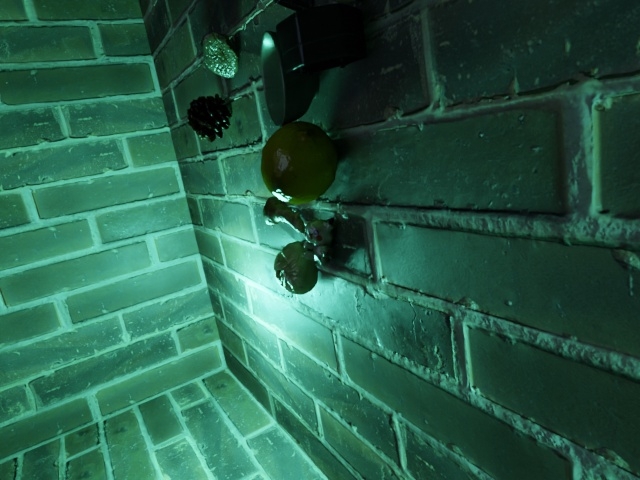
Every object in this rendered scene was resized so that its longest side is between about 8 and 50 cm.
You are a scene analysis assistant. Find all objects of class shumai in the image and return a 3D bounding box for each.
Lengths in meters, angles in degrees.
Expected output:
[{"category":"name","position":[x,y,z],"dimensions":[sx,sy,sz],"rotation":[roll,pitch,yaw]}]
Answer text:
[{"category":"shumai","position":[-0.431,-0.827,1.894],"dimensions":[0.209,0.161,0.153],"rotation":[59,-158,-50]}]

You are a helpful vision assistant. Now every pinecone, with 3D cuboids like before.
[{"category":"pinecone","position":[-0.532,-0.604,2.113],"dimensions":[0.221,0.221,0.222],"rotation":[37,135,48]}]

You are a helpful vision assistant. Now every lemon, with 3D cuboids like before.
[{"category":"lemon","position":[-0.068,-0.251,1.420],"dimensions":[0.260,0.260,0.284],"rotation":[50,142,36]}]

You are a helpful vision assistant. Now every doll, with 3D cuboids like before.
[{"category":"doll","position":[0.000,0.000,1.598],"dimensions":[0.149,0.095,0.192],"rotation":[18,119,50]}]

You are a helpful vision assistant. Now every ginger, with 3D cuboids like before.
[{"category":"ginger","position":[-0.160,-0.096,1.849],"dimensions":[0.294,0.086,0.131],"rotation":[32,110,45]}]

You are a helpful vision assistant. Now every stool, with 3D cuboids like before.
[{"category":"stool","position":[0.006,-0.534,1.172],"dimensions":[0.232,0.232,0.141],"rotation":[12,117,59]}]

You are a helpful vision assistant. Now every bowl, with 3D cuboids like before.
[{"category":"bowl","position":[-0.089,-0.516,1.394],"dimensions":[0.289,0.146,0.289],"rotation":[169,90,-73]}]

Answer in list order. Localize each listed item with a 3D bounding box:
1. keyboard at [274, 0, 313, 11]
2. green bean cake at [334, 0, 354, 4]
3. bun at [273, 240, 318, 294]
[{"category":"keyboard","position":[-0.090,-0.792,1.407],"dimensions":[0.250,0.017,0.087],"rotation":[46,143,42]},{"category":"green bean cake","position":[0.017,-0.682,1.103],"dimensions":[0.085,0.179,0.109],"rotation":[-86,15,-45]},{"category":"bun","position":[-0.115,0.120,1.820],"dimensions":[0.229,0.145,0.230],"rotation":[43,142,47]}]
